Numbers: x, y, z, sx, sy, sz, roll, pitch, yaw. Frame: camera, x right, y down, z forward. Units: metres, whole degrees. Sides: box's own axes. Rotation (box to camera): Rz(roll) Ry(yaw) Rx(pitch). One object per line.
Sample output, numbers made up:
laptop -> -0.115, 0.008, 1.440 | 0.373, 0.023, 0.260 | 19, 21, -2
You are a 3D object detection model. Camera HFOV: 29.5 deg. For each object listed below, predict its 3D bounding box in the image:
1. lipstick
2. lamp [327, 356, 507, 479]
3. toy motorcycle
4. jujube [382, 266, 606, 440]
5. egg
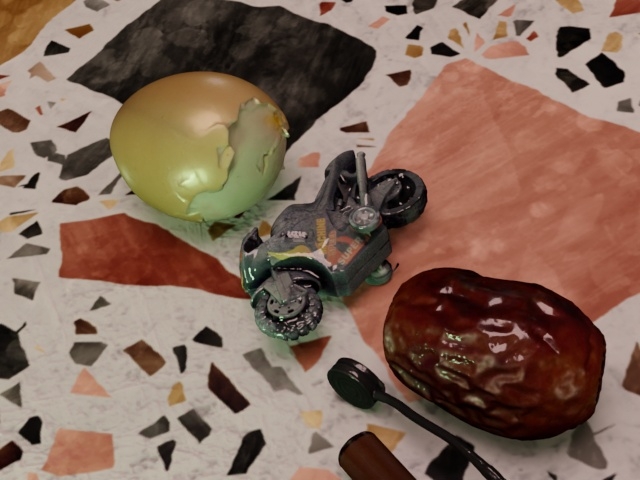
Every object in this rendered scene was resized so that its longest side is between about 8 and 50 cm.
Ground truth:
lipstick -> 0.139, 0.329, 1.249 | 0.057, 0.057, 0.356 | -33, 50, -16
lamp -> 0.127, 0.241, 1.290 | 0.371, 0.130, 0.108 | 31, 64, 28
toy motorcycle -> 0.000, 0.000, 1.531 | 0.173, 0.108, 0.307 | 23, 55, 34
jujube -> 0.191, 0.125, 1.332 | 0.243, 0.183, 0.183 | 13, 54, 18
egg -> -0.167, -0.126, 1.609 | 0.244, 0.201, 0.201 | 14, 54, 24
